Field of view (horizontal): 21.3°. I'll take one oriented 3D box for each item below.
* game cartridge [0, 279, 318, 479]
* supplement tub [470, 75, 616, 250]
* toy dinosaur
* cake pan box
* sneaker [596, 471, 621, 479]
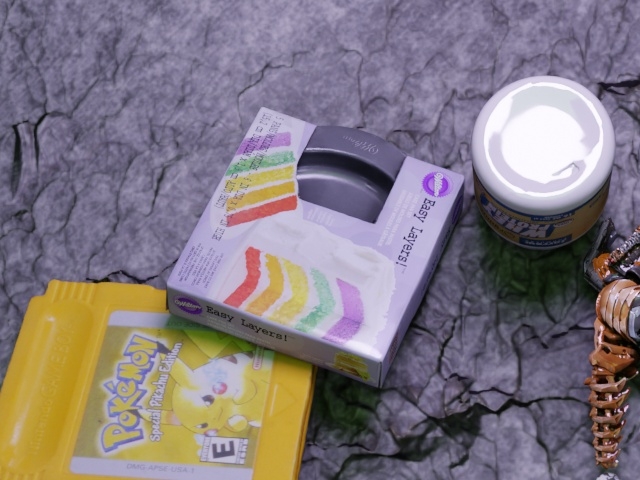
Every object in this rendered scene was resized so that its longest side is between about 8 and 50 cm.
[{"bbox_3d":[-0.171,0.167,1.760,0.323,0.053,0.285,5,50,6],"label":"game cartridge"},{"bbox_3d":[0.229,-0.073,1.761,0.144,0.200,0.144,-2,74,6],"label":"supplement tub"},{"bbox_3d":[0.363,0.080,1.759,0.218,0.164,0.322,19,96,26],"label":"toy dinosaur"},{"bbox_3d":[0.000,0.000,1.802,0.246,0.070,0.267,21,59,10],"label":"cake pan box"},{"bbox_3d":[0.322,0.294,1.649,0.410,0.158,0.182,-21,56,19],"label":"sneaker"}]
